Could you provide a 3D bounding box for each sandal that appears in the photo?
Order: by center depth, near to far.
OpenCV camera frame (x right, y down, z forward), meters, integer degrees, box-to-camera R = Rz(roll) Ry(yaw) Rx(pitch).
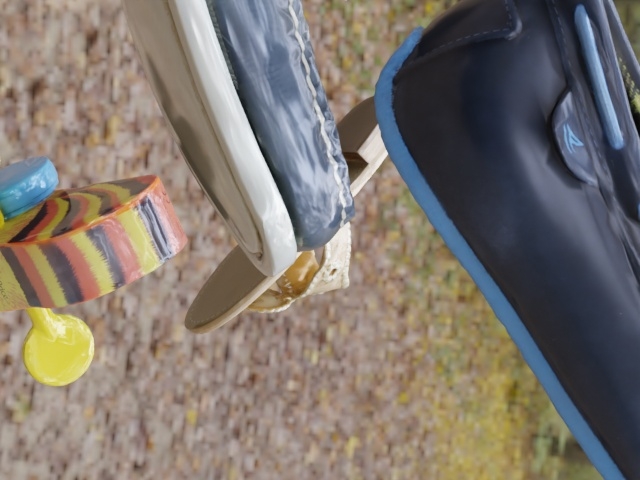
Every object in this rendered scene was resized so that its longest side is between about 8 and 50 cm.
[{"bbox_3d":[0.003,0.001,1.037,0.079,0.088,0.240,46,71,-25],"label":"sandal"}]

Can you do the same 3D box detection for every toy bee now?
[{"bbox_3d":[-0.238,0.026,0.979,0.195,0.298,0.162,53,53,-5],"label":"toy bee"}]

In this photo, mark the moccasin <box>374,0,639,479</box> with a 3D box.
[{"bbox_3d":[0.158,0.042,0.548,0.342,0.117,0.137,51,23,-13],"label":"moccasin"}]

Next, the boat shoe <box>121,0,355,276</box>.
[{"bbox_3d":[-0.033,-0.117,0.395,0.095,0.079,0.254,124,-54,-69],"label":"boat shoe"}]
